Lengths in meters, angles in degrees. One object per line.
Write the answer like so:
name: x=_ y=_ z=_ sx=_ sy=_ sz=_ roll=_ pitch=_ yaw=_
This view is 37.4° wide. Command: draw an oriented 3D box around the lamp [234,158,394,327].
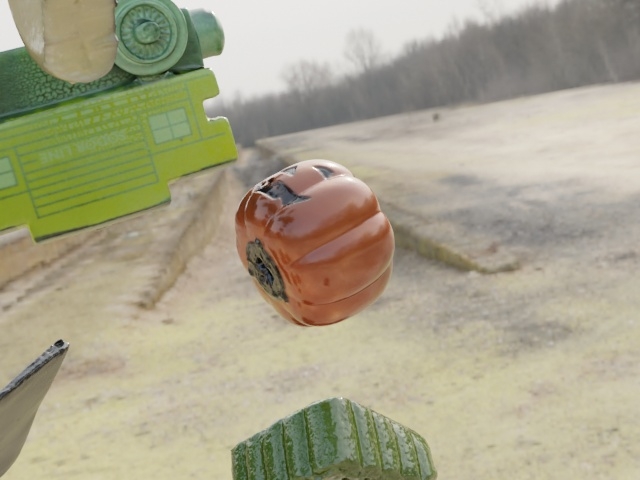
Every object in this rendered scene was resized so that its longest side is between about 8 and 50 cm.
lamp: x=0.000 y=0.000 z=1.064 sx=0.164 sy=0.187 sz=0.188 roll=-30 pitch=14 yaw=-23

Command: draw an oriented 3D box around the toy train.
toy train: x=-0.310 y=-0.142 z=1.157 sx=0.442 sy=0.272 sz=0.179 roll=-18 pitch=11 yaw=-17

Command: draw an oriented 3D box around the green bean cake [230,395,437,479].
green bean cake: x=0.023 y=0.317 z=1.315 sx=0.248 sy=0.125 sz=0.222 roll=19 pitch=-42 yaw=-40

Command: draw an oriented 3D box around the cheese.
cheese: x=-0.244 y=-0.239 z=0.836 sx=0.071 sy=0.163 sz=0.249 roll=-18 pitch=37 yaw=-27

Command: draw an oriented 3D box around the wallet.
wallet: x=-0.426 y=0.256 z=1.283 sx=0.285 sy=0.030 sz=0.146 roll=-58 pitch=-4 yaw=39
